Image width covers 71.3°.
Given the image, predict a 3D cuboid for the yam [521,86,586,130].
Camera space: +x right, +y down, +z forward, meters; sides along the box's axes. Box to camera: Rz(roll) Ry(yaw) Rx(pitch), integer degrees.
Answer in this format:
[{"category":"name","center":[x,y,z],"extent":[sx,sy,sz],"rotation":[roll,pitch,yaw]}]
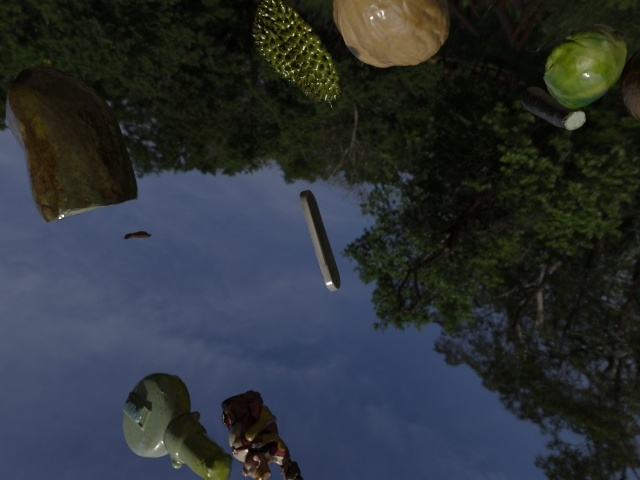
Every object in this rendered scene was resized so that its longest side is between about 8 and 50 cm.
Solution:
[{"category":"yam","center":[0.549,-0.315,1.063],"extent":[0.061,0.061,0.274],"rotation":[24,-153,-10]}]

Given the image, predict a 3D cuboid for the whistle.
[{"category":"whistle","center":[-0.184,0.236,0.552],"extent":[0.198,0.104,0.057],"rotation":[16,173,42]}]

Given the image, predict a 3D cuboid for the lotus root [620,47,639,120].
[{"category":"lotus root","center":[0.527,-0.236,0.648],"extent":[0.129,0.145,0.260],"rotation":[16,-153,-5]}]

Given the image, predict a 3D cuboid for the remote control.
[{"category":"remote control","center":[0.000,0.000,1.044],"extent":[0.077,0.022,0.244],"rotation":[-24,-83,-72]}]

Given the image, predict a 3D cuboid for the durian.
[{"category":"durian","center":[-0.064,-0.547,1.279],"extent":[0.355,0.157,0.169],"rotation":[50,-155,-4]}]

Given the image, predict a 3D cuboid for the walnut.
[{"category":"walnut","center":[0.145,-0.465,0.899],"extent":[0.261,0.225,0.225],"rotation":[16,-153,-46]}]

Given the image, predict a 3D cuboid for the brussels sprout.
[{"category":"brussels sprout","center":[0.533,-0.340,0.886],"extent":[0.152,0.149,0.122],"rotation":[6,-129,-52]}]

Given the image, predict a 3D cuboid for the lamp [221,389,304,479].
[{"category":"lamp","center":[-0.132,0.436,0.950],"extent":[0.118,0.118,0.253],"rotation":[9,-156,-35]}]

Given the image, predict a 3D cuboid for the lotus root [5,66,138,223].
[{"category":"lotus root","center":[-0.587,-0.224,1.047],"extent":[0.250,0.251,0.345],"rotation":[-30,-79,-60]}]

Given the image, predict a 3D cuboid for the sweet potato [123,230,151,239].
[{"category":"sweet potato","center":[-0.609,-0.018,1.478],"extent":[0.026,0.026,0.115],"rotation":[38,-159,19]}]
